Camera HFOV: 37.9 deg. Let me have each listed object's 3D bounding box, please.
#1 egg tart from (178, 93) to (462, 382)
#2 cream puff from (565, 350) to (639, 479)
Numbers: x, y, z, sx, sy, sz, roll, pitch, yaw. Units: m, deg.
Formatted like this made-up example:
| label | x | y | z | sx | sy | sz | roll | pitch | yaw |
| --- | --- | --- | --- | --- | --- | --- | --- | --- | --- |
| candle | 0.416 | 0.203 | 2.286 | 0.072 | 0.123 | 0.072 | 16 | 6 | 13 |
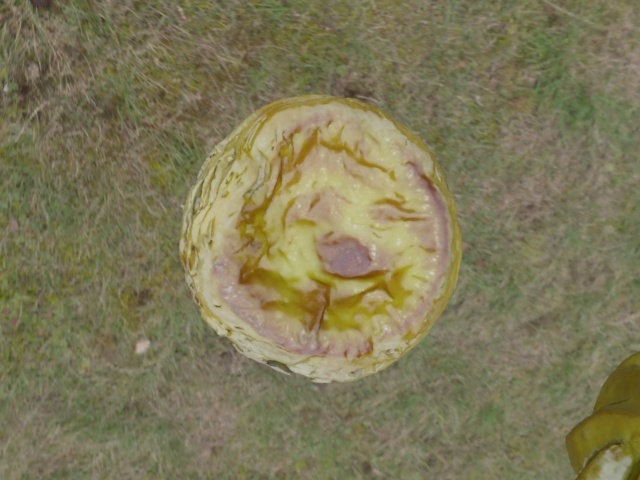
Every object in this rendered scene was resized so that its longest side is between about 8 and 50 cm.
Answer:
| label | x | y | z | sx | sy | sz | roll | pitch | yaw |
| --- | --- | --- | --- | --- | --- | --- | --- | --- | --- |
| egg tart | 0.000 | 0.000 | 0.921 | 0.295 | 0.116 | 0.294 | 4 | 78 | -18 |
| cream puff | 0.350 | 0.264 | 0.807 | 0.270 | 0.274 | 0.323 | 18 | 91 | -46 |
